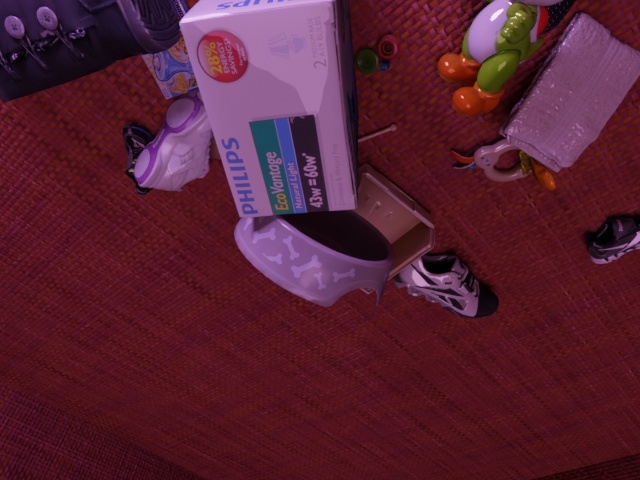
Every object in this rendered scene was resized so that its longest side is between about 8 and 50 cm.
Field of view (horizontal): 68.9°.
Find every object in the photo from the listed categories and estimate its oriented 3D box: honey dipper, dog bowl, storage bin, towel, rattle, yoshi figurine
[{"bbox_3d":[0.106,-0.242,1.111,0.161,0.030,0.030,-17,127,14],"label":"honey dipper"},{"bbox_3d":[0.000,0.000,0.982,0.349,0.348,0.102,22,111,-14],"label":"dog bowl"},{"bbox_3d":[0.121,-0.027,1.230,0.262,0.123,0.260,35,125,-22],"label":"storage bin"},{"bbox_3d":[0.518,-0.295,0.964,0.187,0.049,0.282,25,106,-16],"label":"towel"},{"bbox_3d":[0.416,-0.159,1.089,0.200,0.142,0.130,1,155,-7],"label":"rattle"},{"bbox_3d":[0.306,-0.399,0.806,0.204,0.203,0.362,33,146,7],"label":"yoshi figurine"}]

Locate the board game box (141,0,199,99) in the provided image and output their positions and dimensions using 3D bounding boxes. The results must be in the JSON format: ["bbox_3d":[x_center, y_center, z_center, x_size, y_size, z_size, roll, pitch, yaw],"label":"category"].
[{"bbox_3d":[-0.316,-0.416,0.989,0.136,0.035,0.201,-13,128,15],"label":"board game box"}]

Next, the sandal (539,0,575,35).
[{"bbox_3d":[0.456,-0.467,0.891,0.067,0.040,0.179,34,110,-29],"label":"sandal"}]

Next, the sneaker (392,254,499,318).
[{"bbox_3d":[0.387,0.119,1.334,0.331,0.122,0.146,18,131,-11],"label":"sneaker"}]

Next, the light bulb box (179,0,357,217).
[{"bbox_3d":[-0.053,-0.290,0.863,0.226,0.360,0.357,-4,130,8],"label":"light bulb box"}]

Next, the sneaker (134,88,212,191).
[{"bbox_3d":[-0.308,-0.233,1.105,0.305,0.114,0.152,-42,145,25],"label":"sneaker"}]

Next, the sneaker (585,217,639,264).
[{"bbox_3d":[0.805,-0.023,1.210,0.234,0.078,0.106,-32,123,30],"label":"sneaker"}]

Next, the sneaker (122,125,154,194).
[{"bbox_3d":[-0.447,-0.196,1.158,0.067,0.078,0.188,4,130,1],"label":"sneaker"}]

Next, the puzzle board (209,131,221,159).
[{"bbox_3d":[-0.249,-0.255,1.137,0.097,0.011,0.128,11,130,-3],"label":"puzzle board"}]

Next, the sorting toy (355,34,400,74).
[{"bbox_3d":[0.126,-0.389,0.982,0.102,0.042,0.061,-21,111,35],"label":"sorting toy"}]

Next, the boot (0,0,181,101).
[{"bbox_3d":[-0.529,-0.492,0.886,0.446,0.146,0.366,-5,113,24],"label":"boot"}]
